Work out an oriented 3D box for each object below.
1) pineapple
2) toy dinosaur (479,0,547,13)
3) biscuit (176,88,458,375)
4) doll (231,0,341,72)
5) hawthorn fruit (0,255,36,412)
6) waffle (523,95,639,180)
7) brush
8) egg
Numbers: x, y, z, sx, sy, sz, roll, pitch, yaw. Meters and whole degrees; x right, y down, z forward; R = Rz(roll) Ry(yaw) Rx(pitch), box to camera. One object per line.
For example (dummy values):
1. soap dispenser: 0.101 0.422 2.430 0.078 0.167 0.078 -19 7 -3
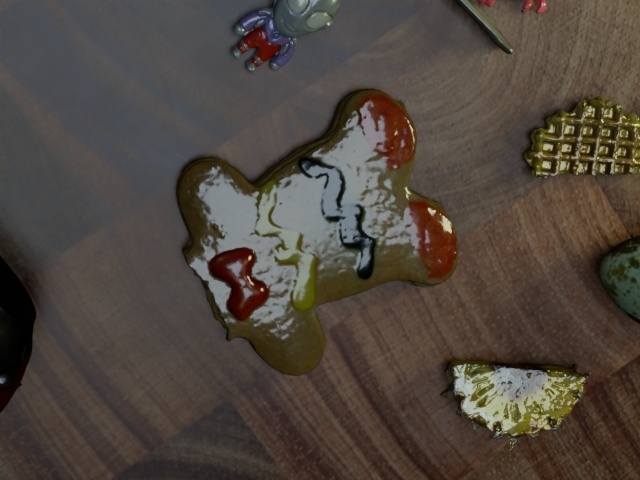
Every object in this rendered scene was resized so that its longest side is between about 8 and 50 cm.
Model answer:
1. pineapple: 0.306 0.259 1.978 0.233 0.079 0.135 2 92 -3
2. toy dinosaur: 0.355 -0.435 1.873 0.286 0.070 0.139 -26 81 -5
3. biscuit: 0.000 0.000 1.881 0.394 0.076 0.368 -24 102 -4
4. doll: -0.032 -0.336 1.815 0.227 0.075 0.102 -39 121 11
5. hawthorn fruit: -0.536 0.126 1.720 0.316 0.316 0.316 -2 101 -9
6. waffle: 0.414 -0.137 1.934 0.192 0.046 0.160 -33 103 -1
7. brush: 0.163 -0.384 1.844 0.321 0.060 0.050 43 104 -13
8. egg: 0.544 0.066 1.930 0.231 0.169 0.169 16 98 -1
